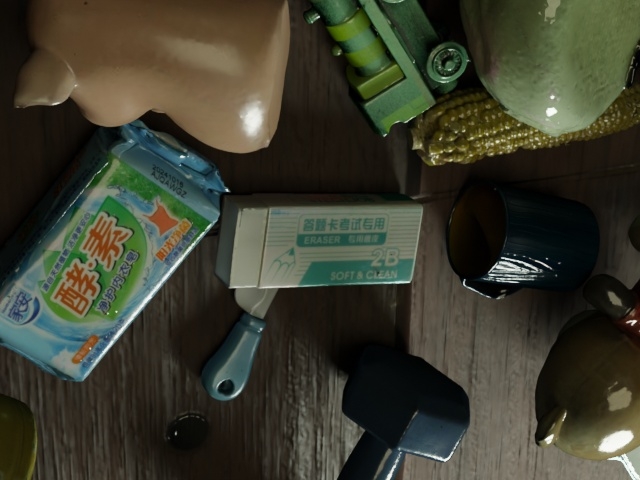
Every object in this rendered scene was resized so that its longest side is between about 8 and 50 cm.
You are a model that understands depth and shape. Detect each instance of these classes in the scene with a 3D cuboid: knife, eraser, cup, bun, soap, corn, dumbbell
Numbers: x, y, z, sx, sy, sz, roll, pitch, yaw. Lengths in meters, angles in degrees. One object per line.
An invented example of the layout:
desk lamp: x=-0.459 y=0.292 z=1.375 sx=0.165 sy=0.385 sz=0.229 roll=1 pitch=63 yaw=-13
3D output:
knife: x=-0.071 y=0.065 z=1.846 sx=0.058 sy=0.032 sz=0.244 roll=18 pitch=103 yaw=-24
eraser: x=0.000 y=0.000 z=1.816 sx=0.225 sy=0.052 sz=0.095 roll=-1 pitch=110 yaw=-26
cup: x=0.223 y=0.001 z=1.907 sx=0.138 sy=0.150 sz=0.113 roll=10 pitch=77 yaw=-29
bun: x=0.230 y=-0.261 z=1.717 sx=0.293 sy=0.187 sz=0.293 roll=-36 pitch=136 yaw=-44
soap: x=-0.232 y=0.011 z=1.713 sx=0.156 sy=0.077 sz=0.293 roll=34 pitch=98 yaw=-33
corn: x=0.224 y=-0.134 z=1.839 sx=0.288 sy=0.086 sz=0.086 roll=-10 pitch=119 yaw=-21
dumbbell: x=0.047 y=0.288 z=1.941 sx=0.144 sy=0.160 sz=0.324 roll=-1 pitch=122 yaw=-58

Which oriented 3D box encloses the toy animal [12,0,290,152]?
toy animal: x=-0.147 y=-0.189 z=1.568 sx=0.256 sy=0.213 sz=0.195 roll=8 pitch=86 yaw=-9

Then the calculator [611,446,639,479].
calculator: x=0.524 y=0.172 z=2.148 sx=0.386 sy=0.054 sz=0.256 roll=-33 pitch=124 yaw=-4

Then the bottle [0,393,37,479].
bottle: x=-0.470 y=0.191 z=1.644 sx=0.351 sy=0.171 sz=0.171 roll=22 pitch=105 yaw=-31

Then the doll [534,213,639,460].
doll: x=0.380 y=0.118 z=1.952 sx=0.330 sy=0.174 sz=0.235 roll=-55 pitch=155 yaw=19

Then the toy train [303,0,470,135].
toy train: x=0.064 y=-0.216 z=1.727 sx=0.132 sy=0.083 sz=0.200 roll=-33 pitch=120 yaw=4
